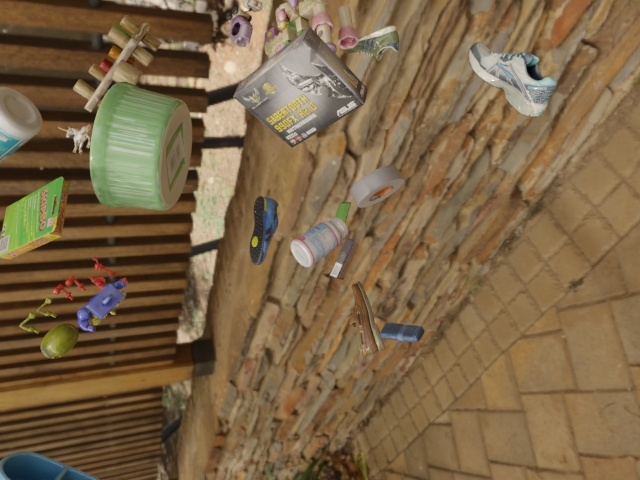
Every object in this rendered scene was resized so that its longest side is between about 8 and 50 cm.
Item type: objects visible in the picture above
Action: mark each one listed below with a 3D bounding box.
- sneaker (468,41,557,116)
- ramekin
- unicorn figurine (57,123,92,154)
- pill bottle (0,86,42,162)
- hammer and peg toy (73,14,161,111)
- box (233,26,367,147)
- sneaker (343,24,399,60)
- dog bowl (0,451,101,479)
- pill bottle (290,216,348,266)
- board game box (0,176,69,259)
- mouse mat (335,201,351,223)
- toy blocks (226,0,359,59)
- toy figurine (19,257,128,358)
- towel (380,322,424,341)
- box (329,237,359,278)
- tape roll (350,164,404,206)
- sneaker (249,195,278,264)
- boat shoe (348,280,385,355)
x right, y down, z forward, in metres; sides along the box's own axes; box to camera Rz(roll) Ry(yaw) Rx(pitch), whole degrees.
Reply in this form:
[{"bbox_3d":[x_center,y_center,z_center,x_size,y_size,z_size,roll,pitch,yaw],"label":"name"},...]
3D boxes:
[{"bbox_3d":[0.529,-0.471,1.357,0.283,0.110,0.122,52,143,23],"label":"sneaker"},{"bbox_3d":[-0.419,-0.217,1.208,0.303,0.148,0.303,-170,90,-88],"label":"ramekin"},{"bbox_3d":[-0.852,-0.365,1.758,0.162,0.060,0.111,-14,70,23],"label":"unicorn figurine"},{"bbox_3d":[-0.911,-0.291,1.366,0.264,0.146,0.146,-29,56,17],"label":"pill bottle"},{"bbox_3d":[-0.589,-0.481,1.413,0.266,0.127,0.361,-45,29,20],"label":"hammer and peg toy"},{"bbox_3d":[-0.044,-0.315,1.062,0.231,0.183,0.056,-21,44,41],"label":"box"},{"bbox_3d":[0.164,-0.613,1.588,0.192,0.064,0.086,-10,109,31],"label":"sneaker"},{"bbox_3d":[-0.643,0.601,1.184,0.074,0.297,0.166,-64,7,1],"label":"dog bowl"},{"bbox_3d":[0.000,0.000,1.406,0.087,0.160,0.087,36,146,30],"label":"pill bottle"},{"bbox_3d":[-0.621,-0.045,1.079,0.259,0.039,0.124,-17,66,36],"label":"board game box"},{"bbox_3d":[0.066,-0.063,1.756,0.189,0.007,0.153,-158,85,-79],"label":"mouse mat"},{"bbox_3d":[-0.077,-0.578,1.505,0.288,0.309,0.260,-19,71,41],"label":"toy blocks"},{"bbox_3d":[-0.774,0.209,1.651,0.217,0.362,0.191,-16,116,45],"label":"toy figurine"},{"bbox_3d":[0.240,0.273,1.463,0.119,0.067,0.029,1,113,32],"label":"towel"},{"bbox_3d":[0.070,0.055,1.422,0.116,0.029,0.162,-65,-11,-1],"label":"box"},{"bbox_3d":[0.235,-0.223,2.062,0.072,0.219,0.219,63,151,13],"label":"tape roll"},{"bbox_3d":[-0.157,-0.027,1.474,0.069,0.082,0.209,-10,71,45],"label":"sneaker"},{"bbox_3d":[0.160,0.305,1.975,0.111,0.104,0.307,63,-172,-55],"label":"boat shoe"}]
